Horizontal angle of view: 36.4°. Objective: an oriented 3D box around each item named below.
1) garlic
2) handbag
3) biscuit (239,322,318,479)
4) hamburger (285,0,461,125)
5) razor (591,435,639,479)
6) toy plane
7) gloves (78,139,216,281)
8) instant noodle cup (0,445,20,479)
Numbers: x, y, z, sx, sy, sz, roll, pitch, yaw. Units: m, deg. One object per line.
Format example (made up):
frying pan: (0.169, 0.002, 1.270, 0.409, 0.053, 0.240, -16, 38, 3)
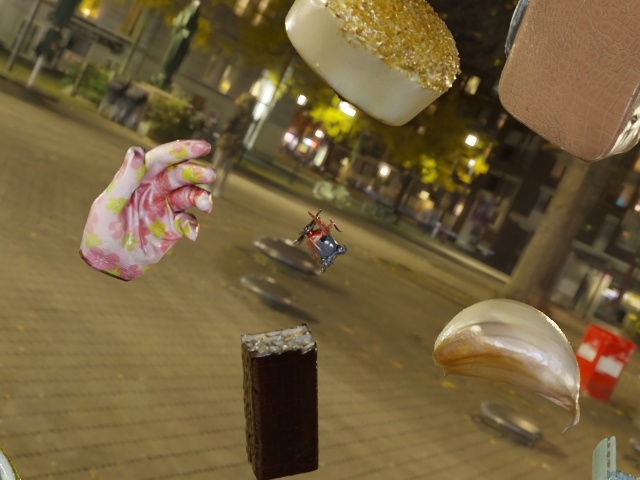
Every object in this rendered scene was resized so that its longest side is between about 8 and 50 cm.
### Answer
garlic: (0.255, 0.140, 1.245, 0.207, 0.128, 0.115, 24, -16, 14)
handbag: (0.250, -0.184, 0.885, 0.151, 0.193, 0.072, 38, 35, 29)
biscuit: (-0.061, 0.244, 1.479, 0.106, 0.252, 0.070, -8, 26, -15)
hamburger: (0.084, -0.312, 1.484, 0.276, 0.179, 0.294, 38, 19, -8)
razor: (0.506, 0.373, 1.403, 0.232, 0.068, 0.106, 21, 27, 6)
toy plane: (0.000, 0.000, 1.164, 0.060, 0.037, 0.145, 47, -12, 7)
gloves: (-0.228, -0.053, 1.326, 0.145, 0.241, 0.126, 38, 15, -16)
instant noodle cup: (-0.300, 0.230, 0.681, 0.215, 0.236, 0.215, 15, 53, -20)
